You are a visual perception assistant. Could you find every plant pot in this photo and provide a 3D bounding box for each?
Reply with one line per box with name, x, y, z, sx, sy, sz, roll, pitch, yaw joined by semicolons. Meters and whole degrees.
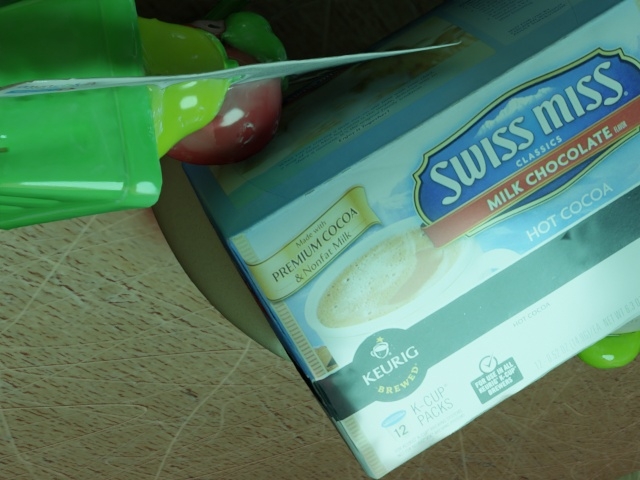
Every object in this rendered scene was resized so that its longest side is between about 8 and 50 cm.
plant pot;0.000;0.000;1.479;0.284;0.191;0.284;-14;155;-7

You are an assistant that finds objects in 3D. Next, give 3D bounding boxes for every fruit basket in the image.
fruit basket;-0.134;-0.113;1.159;0.353;0.165;0.327;-18;-173;-37

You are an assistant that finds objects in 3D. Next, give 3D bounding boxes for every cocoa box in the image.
cocoa box;0.104;-0.033;1.252;0.347;0.231;0.228;-31;112;-3

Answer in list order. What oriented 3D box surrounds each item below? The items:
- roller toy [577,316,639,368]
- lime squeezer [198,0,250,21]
roller toy;0.287;0.005;1.683;0.191;0.209;0.146;-42;163;-19
lime squeezer;0.015;-0.215;1.194;0.310;0.059;0.110;-26;154;16
